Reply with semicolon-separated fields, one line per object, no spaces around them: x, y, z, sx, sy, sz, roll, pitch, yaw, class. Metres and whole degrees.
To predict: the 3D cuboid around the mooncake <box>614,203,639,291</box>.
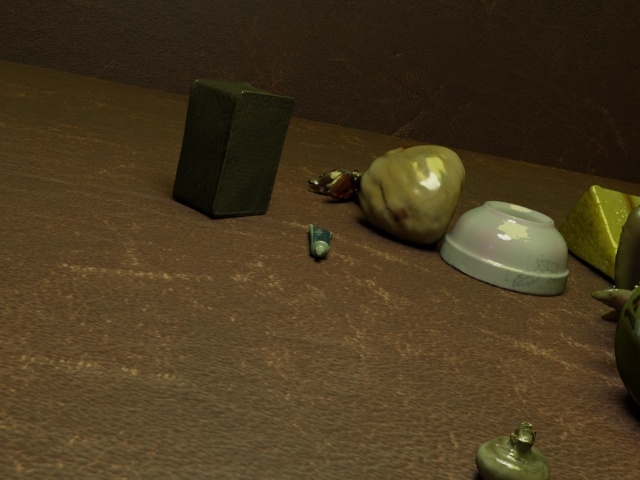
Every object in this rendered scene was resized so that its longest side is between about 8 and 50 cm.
0.719;0.059;1.260;0.246;0.393;0.394;-3;61;-49;mooncake

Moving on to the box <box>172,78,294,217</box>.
-0.190;-0.199;1.579;0.143;0.273;0.184;25;19;32;box

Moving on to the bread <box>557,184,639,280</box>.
0.781;0.062;1.905;0.233;0.245;0.362;13;46;-7;bread

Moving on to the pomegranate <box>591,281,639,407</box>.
0.570;0.123;1.086;0.290;0.291;0.323;8;39;-18;pomegranate

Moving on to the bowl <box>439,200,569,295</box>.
0.424;0.003;1.649;0.287;0.144;0.287;12;17;-4;bowl

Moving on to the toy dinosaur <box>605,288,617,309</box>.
0.711;0.158;1.492;0.292;0.079;0.120;18;18;2;toy dinosaur

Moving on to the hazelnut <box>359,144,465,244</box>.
0.230;-0.101;1.735;0.261;0.241;0.261;-13;28;7;hazelnut

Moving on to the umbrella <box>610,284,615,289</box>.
0.676;0.116;1.661;0.040;0.037;0.144;26;17;20;umbrella

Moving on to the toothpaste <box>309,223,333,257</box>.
0.000;0.000;1.502;0.057;0.035;0.197;22;13;-5;toothpaste

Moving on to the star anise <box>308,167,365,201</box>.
0.106;-0.147;1.972;0.288;0.088;0.288;0;10;0;star anise

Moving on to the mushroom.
0.217;0.238;0.812;0.085;0.079;0.085;15;18;-5;mushroom
